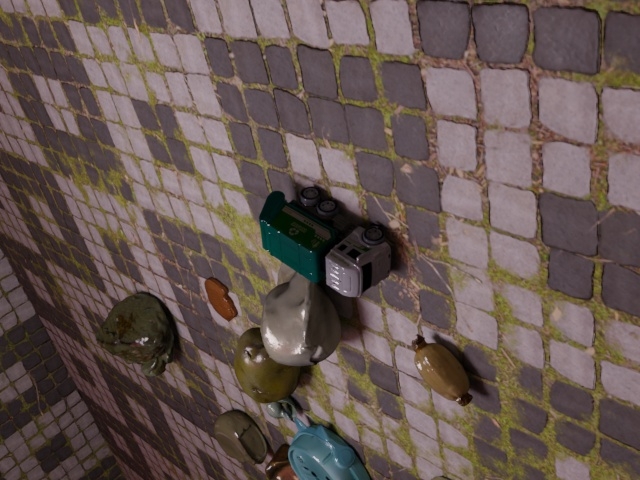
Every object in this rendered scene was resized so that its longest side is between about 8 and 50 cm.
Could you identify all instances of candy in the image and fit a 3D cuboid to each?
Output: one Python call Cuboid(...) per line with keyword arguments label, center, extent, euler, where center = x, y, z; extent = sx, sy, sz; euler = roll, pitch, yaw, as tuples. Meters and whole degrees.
Cuboid(label="candy", center=(-0.040, 0.694, 1.993), extent=(0.271, 0.143, 0.101), euler=(47, 108, 6))

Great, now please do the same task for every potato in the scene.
Cuboid(label="potato", center=(-0.123, 0.292, 1.688), extent=(0.155, 0.137, 0.200), euler=(31, 140, 30))

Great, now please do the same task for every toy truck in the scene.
Cuboid(label="toy truck", center=(0.000, 0.000, 1.271), extent=(0.253, 0.124, 0.114), euler=(33, 145, 31))

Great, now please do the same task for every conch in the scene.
Cuboid(label="conch", center=(-0.098, 0.429, 1.867), extent=(0.085, 0.056, 0.076), euler=(20, 125, -3))

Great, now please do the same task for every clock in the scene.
Cuboid(label="clock", center=(0.011, 0.576, 1.835), extent=(0.224, 0.094, 0.274), euler=(-3, 120, 51))

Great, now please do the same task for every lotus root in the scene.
Cuboid(label="lotus root", center=(0.211, 0.227, 1.272), extent=(0.150, 0.062, 0.073), euler=(51, 140, 3))

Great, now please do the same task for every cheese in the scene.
Cuboid(label="cheese", center=(-0.252, 0.597, 2.193), extent=(0.175, 0.091, 0.202), euler=(57, 149, -7))

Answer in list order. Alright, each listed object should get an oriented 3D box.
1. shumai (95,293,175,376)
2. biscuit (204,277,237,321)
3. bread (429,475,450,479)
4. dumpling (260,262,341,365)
Cuboid(label="shumai", center=(-0.535, 0.294, 2.216), extent=(0.256, 0.189, 0.218), euler=(-1, 139, 35))
Cuboid(label="biscuit", center=(-0.256, 0.152, 1.832), extent=(0.102, 0.019, 0.130), euler=(20, 137, 42))
Cuboid(label="bread", center=(0.250, 0.596, 1.507), extent=(0.148, 0.141, 0.134), euler=(56, 149, -6))
Cuboid(label="dumpling", center=(-0.058, 0.145, 1.468), extent=(0.243, 0.175, 0.226), euler=(-16, 78, 42))
